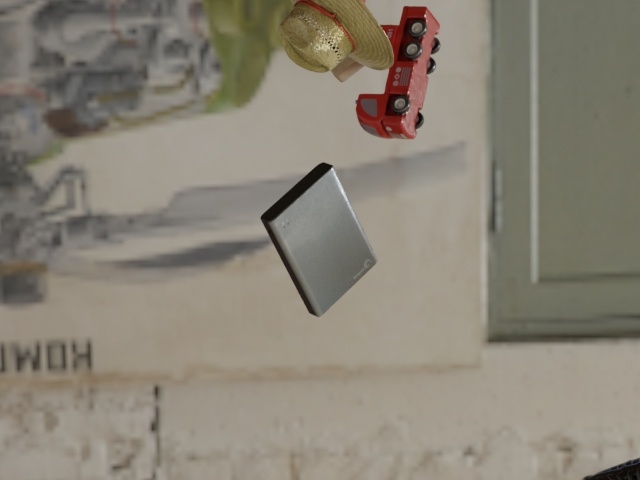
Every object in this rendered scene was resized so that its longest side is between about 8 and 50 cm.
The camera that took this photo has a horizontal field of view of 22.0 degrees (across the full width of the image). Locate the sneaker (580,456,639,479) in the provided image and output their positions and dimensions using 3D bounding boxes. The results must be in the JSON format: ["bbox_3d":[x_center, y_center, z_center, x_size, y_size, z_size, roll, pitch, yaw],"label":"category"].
[{"bbox_3d":[0.326,0.271,1.727,0.090,0.081,0.232,9,146,-27],"label":"sneaker"}]

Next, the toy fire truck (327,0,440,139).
[{"bbox_3d":[0.055,-0.200,1.747,0.135,0.192,0.047,5,163,28],"label":"toy fire truck"}]

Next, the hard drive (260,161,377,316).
[{"bbox_3d":[0.000,0.000,1.697,0.094,0.135,0.022,-43,-141,-22],"label":"hard drive"}]

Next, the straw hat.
[{"bbox_3d":[-0.003,-0.195,1.567,0.061,0.144,0.144,-48,-155,-15],"label":"straw hat"}]
